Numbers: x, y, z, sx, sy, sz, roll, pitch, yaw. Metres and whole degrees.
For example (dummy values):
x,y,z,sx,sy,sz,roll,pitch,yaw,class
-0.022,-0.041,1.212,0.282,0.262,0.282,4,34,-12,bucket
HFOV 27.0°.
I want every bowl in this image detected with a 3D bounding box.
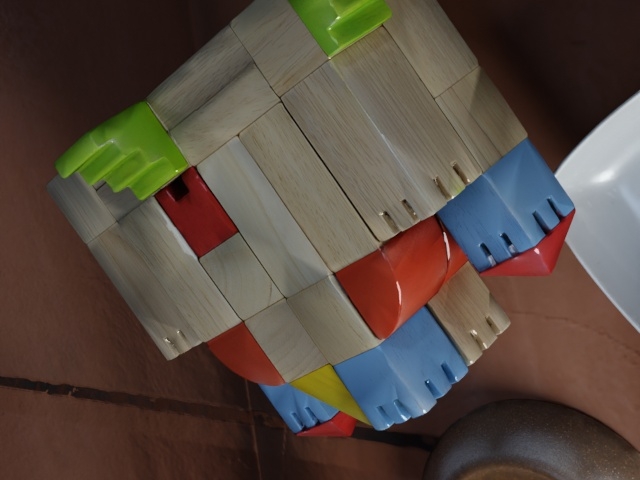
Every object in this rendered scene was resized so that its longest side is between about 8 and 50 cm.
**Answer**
x,y,z,sx,sy,sz,roll,pitch,yaw,class
0.211,-0.018,0.731,0.142,0.053,0.142,53,127,10,bowl

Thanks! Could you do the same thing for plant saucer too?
x,y,z,sx,sy,sz,roll,pitch,yaw,class
0.142,0.203,0.870,0.199,0.036,0.198,12,112,33,plant saucer

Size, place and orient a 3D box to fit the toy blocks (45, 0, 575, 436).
x,y,z,sx,sy,sz,roll,pitch,yaw,class
0.000,0.000,0.813,0.261,0.191,0.381,55,139,-4,toy blocks
